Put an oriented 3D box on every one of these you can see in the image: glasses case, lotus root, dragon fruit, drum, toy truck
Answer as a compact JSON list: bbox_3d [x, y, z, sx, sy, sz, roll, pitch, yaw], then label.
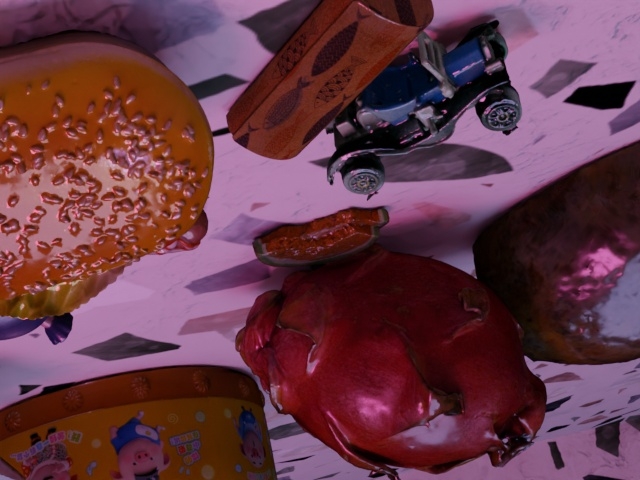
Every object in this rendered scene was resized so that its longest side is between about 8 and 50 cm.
[{"bbox_3d":[0.004,-0.113,0.703,0.065,0.041,0.170,1,155,-34],"label":"glasses case"},{"bbox_3d":[0.307,0.017,1.072,0.314,0.210,0.142,-39,163,21],"label":"lotus root"},{"bbox_3d":[0.082,0.122,1.063,0.250,0.315,0.250,-51,167,-17],"label":"dragon fruit"},{"bbox_3d":[-0.267,0.340,1.425,0.431,0.214,0.431,-13,160,-5],"label":"drum"},{"bbox_3d":[0.062,-0.101,0.734,0.154,0.080,0.078,-25,136,23],"label":"toy truck"}]

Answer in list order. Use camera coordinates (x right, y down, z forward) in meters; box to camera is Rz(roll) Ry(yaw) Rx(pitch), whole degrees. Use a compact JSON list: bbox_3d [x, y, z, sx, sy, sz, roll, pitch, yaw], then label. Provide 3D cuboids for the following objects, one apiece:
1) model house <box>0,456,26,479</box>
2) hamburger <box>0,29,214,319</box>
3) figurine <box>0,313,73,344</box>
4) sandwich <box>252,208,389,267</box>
[{"bbox_3d":[-0.464,0.233,1.098,0.199,0.219,0.229,-37,-148,-24],"label":"model house"},{"bbox_3d":[-0.168,-0.037,0.626,0.210,0.116,0.173,-13,137,-7],"label":"hamburger"},{"bbox_3d":[-0.252,0.020,0.777,0.111,0.102,0.195,-8,159,-11],"label":"figurine"},{"bbox_3d":[0.002,0.000,1.001,0.135,0.029,0.067,-13,160,-6],"label":"sandwich"}]
